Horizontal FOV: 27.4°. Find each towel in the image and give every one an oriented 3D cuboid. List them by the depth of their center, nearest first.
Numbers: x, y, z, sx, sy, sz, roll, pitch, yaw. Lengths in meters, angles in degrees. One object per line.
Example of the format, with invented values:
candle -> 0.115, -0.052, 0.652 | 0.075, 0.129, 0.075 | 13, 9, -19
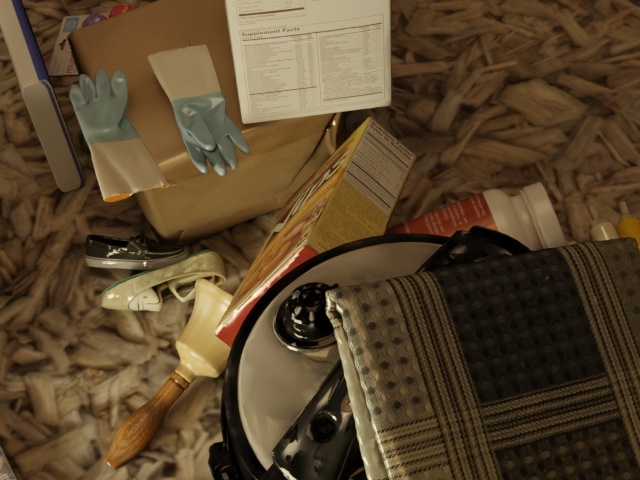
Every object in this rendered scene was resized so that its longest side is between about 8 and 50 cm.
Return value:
towel -> 0.184, 0.169, 1.112 | 0.312, 0.056, 0.324 | -10, 73, -21

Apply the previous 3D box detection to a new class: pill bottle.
pill bottle -> 0.185, 0.009, 1.611 | 0.216, 0.121, 0.121 | -22, 50, 6

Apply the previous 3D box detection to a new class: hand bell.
hand bell -> -0.177, 0.175, 1.582 | 0.126, 0.126, 0.242 | 31, 73, 29

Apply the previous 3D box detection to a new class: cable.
cable -> 0.378, 0.080, 1.582 | 0.139, 0.072, 0.287 | -25, 52, -5

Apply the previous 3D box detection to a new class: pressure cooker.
pressure cooker -> 0.085, 0.204, 1.301 | 0.375, 0.420, 0.370 | -8, 50, 1

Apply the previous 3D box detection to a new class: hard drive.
hard drive -> -0.415, -0.249, 1.875 | 0.040, 0.210, 0.319 | -20, 51, -8

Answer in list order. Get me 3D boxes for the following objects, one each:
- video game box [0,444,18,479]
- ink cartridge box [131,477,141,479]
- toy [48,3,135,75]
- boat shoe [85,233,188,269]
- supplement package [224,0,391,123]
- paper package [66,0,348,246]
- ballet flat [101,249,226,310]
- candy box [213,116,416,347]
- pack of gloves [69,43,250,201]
video game box -> -0.445, 0.325, 1.521 | 0.205, 0.048, 0.187 | -27, 54, -14
ink cartridge box -> -0.200, 0.404, 1.190 | 0.306, 0.131, 0.226 | -40, 51, -21
toy -> -0.300, -0.324, 2.019 | 0.237, 0.056, 0.137 | -1, 50, 8
boat shoe -> -0.246, 0.013, 1.738 | 0.142, 0.040, 0.049 | 0, 19, 10
supplement package -> -0.022, -0.315, 1.627 | 0.198, 0.263, 0.199 | -8, 50, -3
paper package -> -0.149, -0.192, 1.820 | 0.309, 0.168, 0.325 | -22, 51, -9
ballet flat -> -0.201, 0.061, 1.695 | 0.168, 0.057, 0.052 | -23, 61, -10
candy box -> 0.000, 0.000, 1.565 | 0.087, 0.183, 0.316 | 40, 33, -10
pack of gloves -> -0.206, -0.143, 1.665 | 0.195, 0.046, 0.232 | -12, 53, -16
